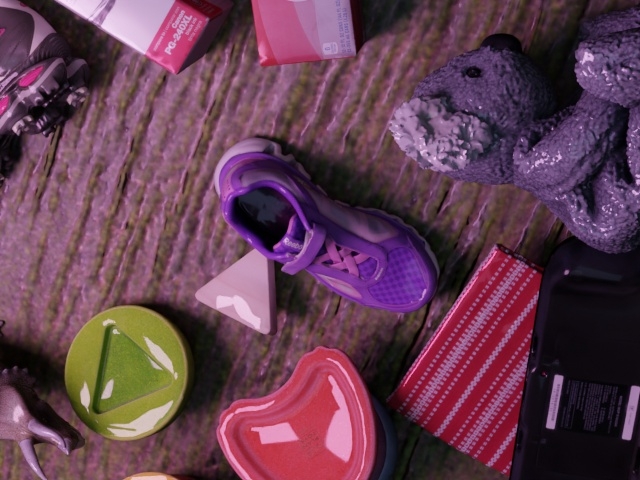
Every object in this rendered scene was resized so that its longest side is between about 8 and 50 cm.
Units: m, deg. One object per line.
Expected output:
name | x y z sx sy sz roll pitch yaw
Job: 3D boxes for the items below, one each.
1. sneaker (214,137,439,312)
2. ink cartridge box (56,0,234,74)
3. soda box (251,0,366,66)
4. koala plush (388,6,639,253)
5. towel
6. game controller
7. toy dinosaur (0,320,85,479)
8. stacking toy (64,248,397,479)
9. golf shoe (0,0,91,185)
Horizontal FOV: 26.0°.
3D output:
sneaker | 0.000 0.000 1.275 0.236 0.104 0.095 32 107 -3
ink cartridge box | -0.164 -0.219 1.230 0.150 0.109 0.063 32 109 -2
soda box | -0.021 -0.289 1.203 0.092 0.083 0.263 -5 106 10
koala plush | 0.175 -0.095 1.174 0.221 0.196 0.203 6 107 9
towel | 0.227 0.143 1.305 0.274 0.031 0.199 30 107 -8
game controller | 0.268 0.149 1.266 0.166 0.067 0.319 11 110 14
toy dinosaur | -0.379 0.156 1.347 0.313 0.160 0.121 -7 105 9
stacking toy | -0.090 0.177 1.367 0.309 0.130 0.280 -26 75 12
golf shoe | -0.341 -0.108 1.308 0.273 0.105 0.120 -41 82 11
